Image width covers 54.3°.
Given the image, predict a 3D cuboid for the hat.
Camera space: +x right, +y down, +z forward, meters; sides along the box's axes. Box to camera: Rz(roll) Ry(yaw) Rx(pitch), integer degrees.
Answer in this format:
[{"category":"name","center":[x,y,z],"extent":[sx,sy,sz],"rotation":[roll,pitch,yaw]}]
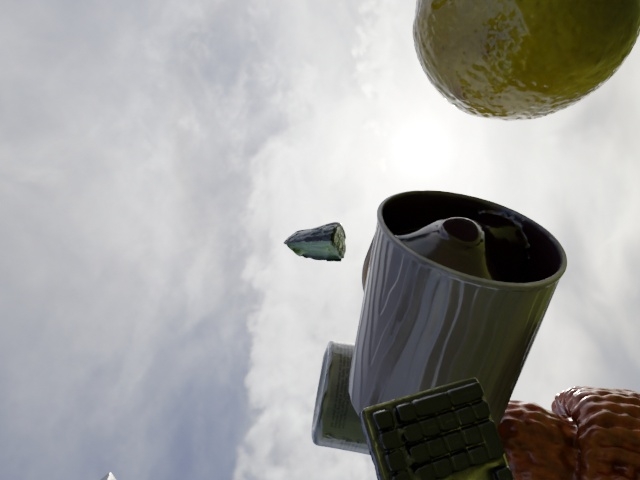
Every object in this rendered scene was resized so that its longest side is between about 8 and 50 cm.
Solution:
[{"category":"hat","center":[0.291,0.337,0.866],"extent":[0.285,0.400,0.285],"rotation":[-1,-90,-85]}]

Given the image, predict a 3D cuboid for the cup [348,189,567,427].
[{"category":"cup","center":[0.128,0.082,0.778],"extent":[0.208,0.288,0.273],"rotation":[-23,-49,-44]}]

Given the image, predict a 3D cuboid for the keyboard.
[{"category":"keyboard","center":[0.111,0.252,0.395],"extent":[0.106,0.027,0.317],"rotation":[-13,-106,-15]}]

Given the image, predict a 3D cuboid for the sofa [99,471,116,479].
[{"category":"sofa","center":[-0.293,0.333,0.745],"extent":[0.118,0.060,0.039],"rotation":[-35,-91,-15]}]

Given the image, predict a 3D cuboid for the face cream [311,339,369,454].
[{"category":"face cream","center":[0.071,0.262,1.040],"extent":[0.153,0.177,0.177],"rotation":[10,-99,-3]}]

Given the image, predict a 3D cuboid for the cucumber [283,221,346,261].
[{"category":"cucumber","center":[0.000,0.000,1.562],"extent":[0.115,0.193,0.085],"rotation":[30,-118,-38]}]

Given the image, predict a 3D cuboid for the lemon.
[{"category":"lemon","center":[0.303,-0.333,0.930],"extent":[0.336,0.336,0.336],"rotation":[-1,-89,-47]}]
